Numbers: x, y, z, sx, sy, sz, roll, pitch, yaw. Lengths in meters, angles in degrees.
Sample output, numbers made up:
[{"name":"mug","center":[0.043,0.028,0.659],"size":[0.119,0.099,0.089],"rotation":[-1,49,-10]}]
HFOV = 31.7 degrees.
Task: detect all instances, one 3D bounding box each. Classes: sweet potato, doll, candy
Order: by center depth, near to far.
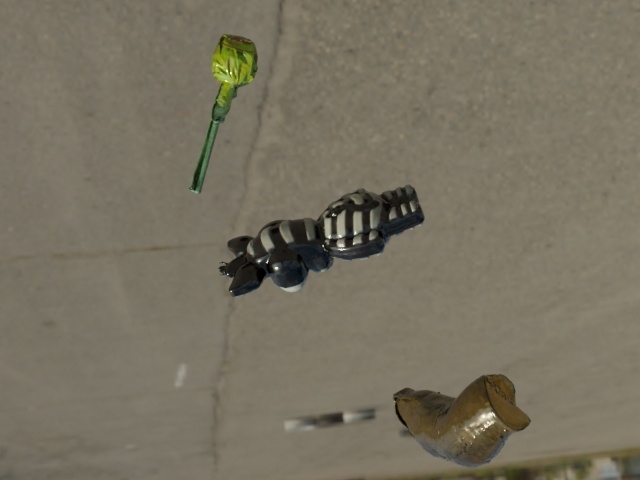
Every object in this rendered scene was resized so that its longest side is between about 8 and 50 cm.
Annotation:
[{"name":"doll","center":[0.000,0.000,1.166],"size":[0.219,0.091,0.067],"rotation":[-19,130,5]},{"name":"sweet potato","center":[0.165,0.211,1.353],"size":[0.085,0.112,0.286],"rotation":[-1,176,-15]},{"name":"candy","center":[-0.157,-0.195,1.744],"size":[0.073,0.262,0.077],"rotation":[18,166,-13]}]
